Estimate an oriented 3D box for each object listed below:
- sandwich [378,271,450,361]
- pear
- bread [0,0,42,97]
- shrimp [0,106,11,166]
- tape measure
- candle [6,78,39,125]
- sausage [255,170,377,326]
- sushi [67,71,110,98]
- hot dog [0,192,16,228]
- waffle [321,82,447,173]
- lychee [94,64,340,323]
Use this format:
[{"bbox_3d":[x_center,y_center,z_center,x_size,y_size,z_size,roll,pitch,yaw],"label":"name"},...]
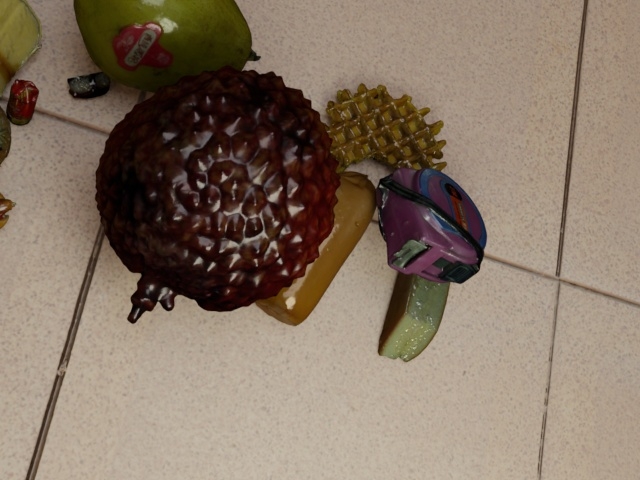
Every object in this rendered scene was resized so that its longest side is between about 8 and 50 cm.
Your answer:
[{"bbox_3d":[0.199,0.125,1.831,0.094,0.096,0.258,23,70,-20],"label":"sandwich"},{"bbox_3d":[-0.283,-0.410,1.691,0.375,0.287,0.287,18,69,-25],"label":"pear"},{"bbox_3d":[-0.620,-0.370,1.569,0.198,0.236,0.263,30,68,-10],"label":"bread"},{"bbox_3d":[-0.596,-0.168,1.606,0.041,0.099,0.180,-6,67,11],"label":"shrimp"},{"bbox_3d":[0.210,-0.030,1.765,0.245,0.149,0.231,24,39,-34],"label":"tape measure"},{"bbox_3d":[-0.545,-0.257,1.625,0.052,0.131,0.052,7,72,-22],"label":"candle"},{"bbox_3d":[0.000,-0.002,1.756,0.134,0.116,0.354,29,74,8],"label":"sausage"},{"bbox_3d":[-0.450,-0.301,1.733,0.083,0.044,0.046,-17,103,-23],"label":"sushi"},{"bbox_3d":[-0.655,-0.044,1.560,0.236,0.062,0.092,-14,77,-25],"label":"hot dog"},{"bbox_3d":[0.132,-0.212,1.915,0.293,0.069,0.259,15,68,-14],"label":"waffle"},{"bbox_3d":[-0.192,-0.070,1.558,0.425,0.424,0.500,39,82,-7],"label":"lychee"}]
